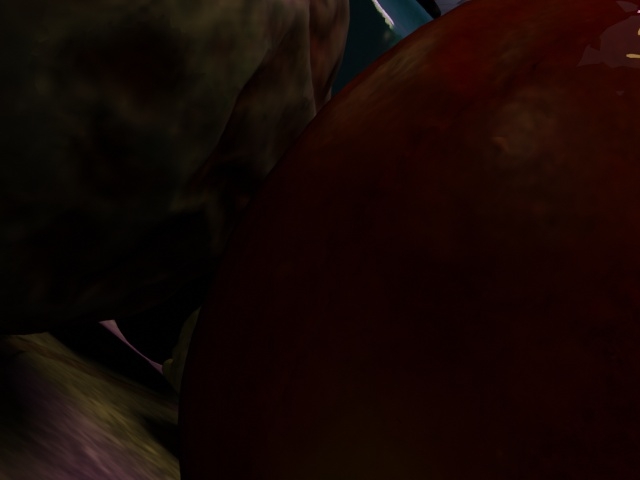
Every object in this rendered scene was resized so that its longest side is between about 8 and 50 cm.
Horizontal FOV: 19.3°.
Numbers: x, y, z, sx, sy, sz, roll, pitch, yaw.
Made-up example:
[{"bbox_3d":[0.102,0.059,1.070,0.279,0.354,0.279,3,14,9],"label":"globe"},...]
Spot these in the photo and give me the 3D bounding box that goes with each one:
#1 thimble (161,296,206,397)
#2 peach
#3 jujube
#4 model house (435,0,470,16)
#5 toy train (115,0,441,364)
[{"bbox_3d":[0.027,0.071,0.869,0.143,0.190,0.137,45,-41,23],"label":"thimble"},{"bbox_3d":[0.086,0.047,0.633,0.281,0.281,0.238,37,0,-32],"label":"peach"},{"bbox_3d":[-0.105,-0.088,0.669,0.215,0.246,0.308,18,12,14],"label":"jujube"},{"bbox_3d":[0.000,0.000,1.319,0.339,0.297,0.360,-6,20,0],"label":"model house"},{"bbox_3d":[-0.084,-0.090,0.993,0.300,0.265,0.188,40,2,26],"label":"toy train"}]
